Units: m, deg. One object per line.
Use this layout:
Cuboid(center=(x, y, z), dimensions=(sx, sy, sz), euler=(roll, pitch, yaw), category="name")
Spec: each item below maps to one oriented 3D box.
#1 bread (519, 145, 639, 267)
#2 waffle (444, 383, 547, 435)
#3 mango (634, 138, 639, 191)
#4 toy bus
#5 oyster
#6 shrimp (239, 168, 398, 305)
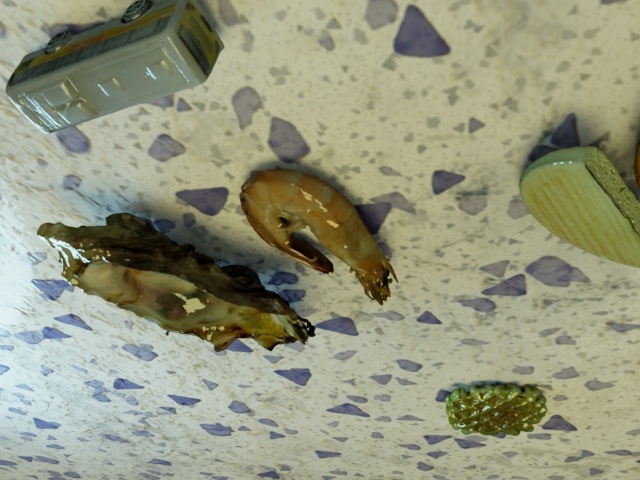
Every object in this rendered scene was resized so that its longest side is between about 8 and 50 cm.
Cuboid(center=(0.261, -0.032, 0.575), dimensions=(0.193, 0.036, 0.112), euler=(38, 165, -28), category="bread")
Cuboid(center=(0.304, 0.298, 1.012), dimensions=(0.169, 0.036, 0.183), euler=(-5, 141, 13), category="waffle")
Cuboid(center=(0.330, -0.079, 0.484), dimensions=(0.115, 0.089, 0.165), euler=(10, 140, 13), category="mango")
Cuboid(center=(-0.177, -0.145, 0.493), dimensions=(0.190, 0.075, 0.064), euler=(-11, 139, 22), category="toy bus")
Cuboid(center=(-0.176, 0.063, 0.749), dimensions=(0.361, 0.096, 0.221), euler=(23, 145, -18), category="oyster")
Cuboid(center=(0.000, 0.003, 0.671), dimensions=(0.133, 0.053, 0.236), euler=(-25, 129, 32), category="shrimp")
